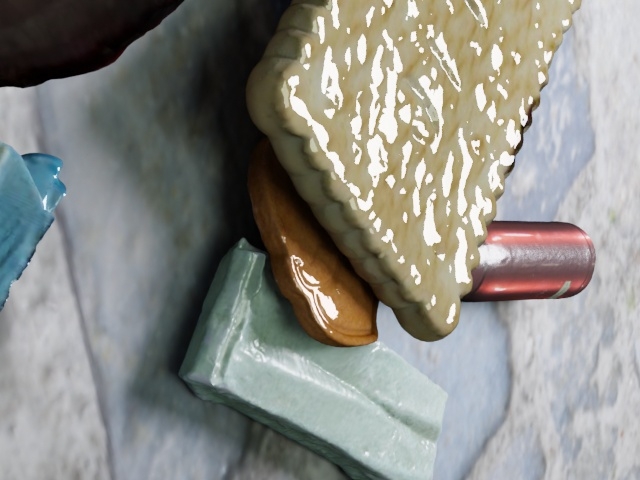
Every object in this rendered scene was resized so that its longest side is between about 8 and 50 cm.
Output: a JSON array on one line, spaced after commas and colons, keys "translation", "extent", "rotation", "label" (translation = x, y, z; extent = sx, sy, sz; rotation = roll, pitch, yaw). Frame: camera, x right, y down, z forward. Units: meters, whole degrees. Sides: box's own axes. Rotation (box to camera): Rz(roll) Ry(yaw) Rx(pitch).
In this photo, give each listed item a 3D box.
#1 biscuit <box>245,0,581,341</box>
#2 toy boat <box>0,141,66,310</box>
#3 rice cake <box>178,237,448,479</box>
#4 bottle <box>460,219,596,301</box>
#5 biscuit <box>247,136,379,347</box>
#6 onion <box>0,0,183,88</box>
[{"translation": [0.068, -0.122, 0.789], "extent": [0.217, 0.044, 0.325], "rotation": [51, 49, -35], "label": "biscuit"}, {"translation": [-0.193, 0.037, 0.535], "extent": [0.102, 0.088, 0.215], "rotation": [29, 70, -10], "label": "toy boat"}, {"translation": [0.005, 0.085, 0.775], "extent": [0.226, 0.040, 0.085], "rotation": [37, 67, -43], "label": "rice cake"}, {"translation": [0.120, 0.012, 0.882], "extent": [0.164, 0.060, 0.060], "rotation": [0, 95, -48], "label": "bottle"}, {"translation": [0.000, 0.000, 0.736], "extent": [0.102, 0.019, 0.131], "rotation": [-25, 93, -61], "label": "biscuit"}, {"translation": [-0.106, -0.211, 0.464], "extent": [0.146, 0.280, 0.314], "rotation": [-48, 129, -52], "label": "onion"}]
